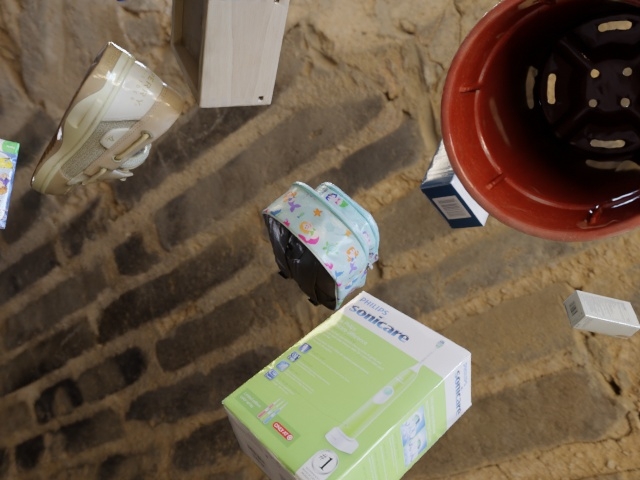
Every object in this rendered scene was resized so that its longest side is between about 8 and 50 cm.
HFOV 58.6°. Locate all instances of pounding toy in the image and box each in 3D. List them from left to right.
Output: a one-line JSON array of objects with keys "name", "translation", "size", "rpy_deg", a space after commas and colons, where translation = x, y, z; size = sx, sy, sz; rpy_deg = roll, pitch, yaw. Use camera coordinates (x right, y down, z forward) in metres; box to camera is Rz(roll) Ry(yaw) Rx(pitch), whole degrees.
[{"name": "pounding toy", "translation": [-0.079, -0.220, 0.532], "size": [0.141, 0.100, 0.130], "rpy_deg": [61, -32, 37]}]

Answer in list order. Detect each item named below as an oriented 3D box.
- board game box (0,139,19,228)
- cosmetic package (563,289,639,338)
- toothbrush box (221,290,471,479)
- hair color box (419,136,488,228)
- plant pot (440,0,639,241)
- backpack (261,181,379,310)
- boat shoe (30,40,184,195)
[{"name": "board game box", "translation": [-0.563, -0.099, 0.831], "size": [0.035, 0.201, 0.136], "rpy_deg": [2, -97, 56]}, {"name": "cosmetic package", "translation": [0.501, 0.133, 1.016], "size": [0.060, 0.115, 0.041], "rpy_deg": [-86, -165, -44]}, {"name": "toothbrush box", "translation": [0.043, 0.228, 0.798], "size": [0.283, 0.122, 0.206], "rpy_deg": [-36, -138, -28]}, {"name": "hair color box", "translation": [0.402, -0.219, 1.515], "size": [0.105, 0.174, 0.347], "rpy_deg": [-4, -131, 48]}, {"name": "plant pot", "translation": [0.326, -0.168, 0.686], "size": [0.272, 0.265, 0.272], "rpy_deg": [16, -62, 32]}, {"name": "backpack", "translation": [0.000, 0.000, 1.122], "size": [0.191, 0.253, 0.225], "rpy_deg": [-44, -111, -10]}, {"name": "boat shoe", "translation": [-0.246, -0.107, 0.644], "size": [0.302, 0.098, 0.109], "rpy_deg": [-24, -135, 51]}]
